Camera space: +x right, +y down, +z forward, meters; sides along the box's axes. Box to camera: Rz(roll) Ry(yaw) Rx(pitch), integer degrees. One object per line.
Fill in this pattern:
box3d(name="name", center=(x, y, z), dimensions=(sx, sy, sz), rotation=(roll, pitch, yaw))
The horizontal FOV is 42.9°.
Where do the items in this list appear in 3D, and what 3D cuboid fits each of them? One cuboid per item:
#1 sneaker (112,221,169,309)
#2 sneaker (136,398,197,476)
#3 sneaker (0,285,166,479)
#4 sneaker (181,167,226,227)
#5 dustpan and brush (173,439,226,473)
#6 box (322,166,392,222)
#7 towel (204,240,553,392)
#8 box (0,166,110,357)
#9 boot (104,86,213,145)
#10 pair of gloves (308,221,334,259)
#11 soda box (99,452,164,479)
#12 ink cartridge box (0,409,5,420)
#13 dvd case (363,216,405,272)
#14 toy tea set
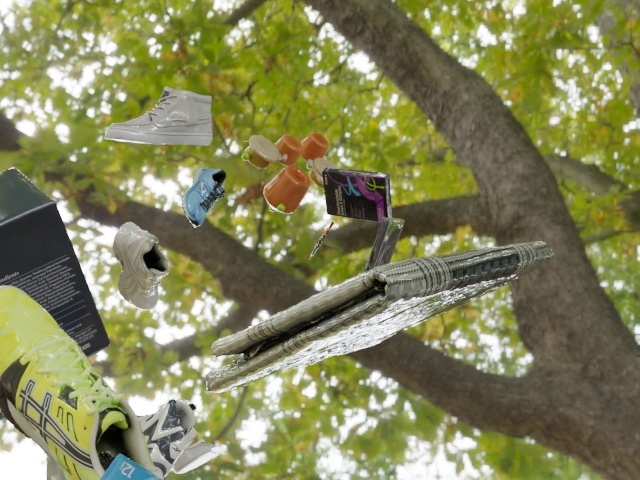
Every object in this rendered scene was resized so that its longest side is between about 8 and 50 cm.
box3d(name="sneaker", center=(-0.383, 0.074, 1.794), dimensions=(0.115, 0.090, 0.232), rotation=(19, -44, 24))
box3d(name="sneaker", center=(-0.333, 0.386, 1.713), dimensions=(0.094, 0.153, 0.235), rotation=(55, -16, -24))
box3d(name="sneaker", center=(-0.324, 0.215, 1.092), dimensions=(0.147, 0.145, 0.385), rotation=(-38, -96, 33))
box3d(name="sneaker", center=(-0.240, -0.098, 1.715), dimensions=(0.073, 0.162, 0.063), rotation=(-8, -42, 22))
box3d(name="dustpan and brush", center=(-0.336, 0.519, 1.933), dimensions=(0.211, 0.060, 0.147), rotation=(-29, -18, -6))
box3d(name="box", center=(0.084, -0.104, 1.867), dimensions=(0.162, 0.029, 0.116), rotation=(9, -58, 28))
box3d(name="towel", center=(0.060, 0.078, 0.924), dimensions=(0.312, 0.056, 0.324), rotation=(-9, -18, -46))
box3d(name="box", center=(-0.683, 0.077, 1.863), dimensions=(0.293, 0.212, 0.395), rotation=(30, -40, 48))
box3d(name="boot", center=(-0.346, -0.270, 1.760), dimensions=(0.095, 0.123, 0.258), rotation=(9, 10, 44))
box3d(name="pair of gloves", center=(0.000, 0.000, 1.836), dimensions=(0.010, 0.083, 0.074), rotation=(33, -36, -3))
box3d(name="soda box", center=(-0.170, 0.269, 0.718), dimensions=(0.071, 0.067, 0.210), rotation=(29, -38, 6))
box3d(name="ink cartridge box", center=(-0.873, 0.385, 1.813), dimensions=(0.186, 0.311, 0.065), rotation=(32, -51, 45))
box3d(name="dvd case", center=(0.123, 0.033, 1.657), dimensions=(0.018, 0.165, 0.221), rotation=(21, 5, 12))
box3d(name="toy tea set", center=(-0.069, -0.169, 2.057), dimensions=(0.200, 0.336, 0.124), rotation=(49, -59, 15))
